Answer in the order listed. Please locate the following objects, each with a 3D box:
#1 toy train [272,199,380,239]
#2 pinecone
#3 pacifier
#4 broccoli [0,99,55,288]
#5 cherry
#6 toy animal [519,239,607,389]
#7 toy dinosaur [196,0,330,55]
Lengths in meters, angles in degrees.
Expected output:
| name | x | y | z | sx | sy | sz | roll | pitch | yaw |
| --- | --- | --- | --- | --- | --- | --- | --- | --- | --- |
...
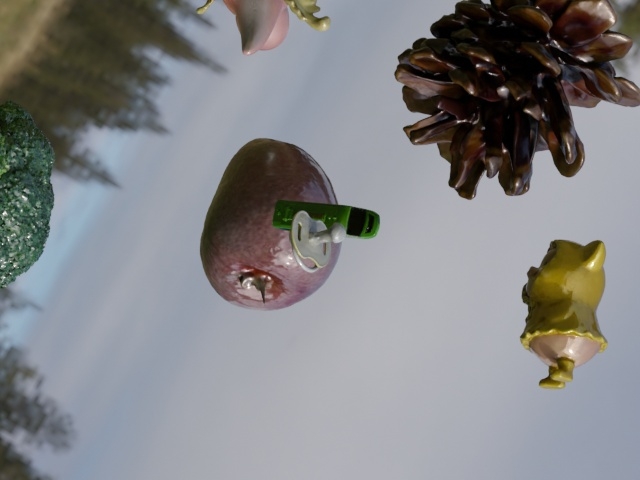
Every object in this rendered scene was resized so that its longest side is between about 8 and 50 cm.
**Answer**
| name | x | y | z | sx | sy | sz | roll | pitch | yaw |
| --- | --- | --- | --- | --- | --- | --- | --- | --- | --- |
| toy train | 0.005 | -0.031 | 2.371 | 0.209 | 0.042 | 0.044 | 6 | -96 | 54 |
| pinecone | 0.179 | -0.137 | 1.585 | 0.229 | 0.202 | 0.201 | -11 | -153 | 42 |
| pacifier | 0.000 | 0.000 | 1.945 | 0.064 | 0.083 | 0.068 | -14 | -116 | 30 |
| broccoli | -0.455 | -0.048 | 2.075 | 0.265 | 0.245 | 0.295 | 91 | 21 | -69 |
| cherry | -0.078 | -0.025 | 2.655 | 0.261 | 0.221 | 0.307 | 131 | -36 | -51 |
| toy animal | 0.375 | 0.112 | 2.552 | 0.156 | 0.156 | 0.230 | 142 | -37 | -66 |
| toy dinosaur | -0.084 | -0.263 | 1.828 | 0.194 | 0.152 | 0.177 | -114 | -168 | -55 |
